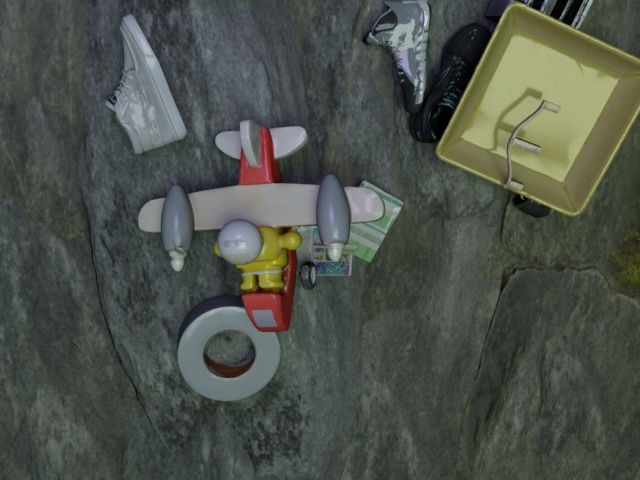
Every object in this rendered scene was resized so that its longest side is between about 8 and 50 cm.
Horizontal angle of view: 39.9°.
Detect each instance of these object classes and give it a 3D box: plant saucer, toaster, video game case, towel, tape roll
[{"bbox_3d":[0.439,-0.258,1.751,0.332,0.081,0.333,23,108,-8],"label":"plant saucer"},{"bbox_3d":[0.446,-0.489,1.757,0.168,0.110,0.186,22,102,-16],"label":"toaster"},{"bbox_3d":[0.000,0.000,1.884,0.143,0.019,0.157,1,106,-10],"label":"video game case"},{"bbox_3d":[0.095,-0.040,1.874,0.113,0.023,0.152,27,98,-23],"label":"towel"},{"bbox_3d":[-0.197,0.231,1.895,0.219,0.072,0.219,-3,108,-8],"label":"tape roll"}]

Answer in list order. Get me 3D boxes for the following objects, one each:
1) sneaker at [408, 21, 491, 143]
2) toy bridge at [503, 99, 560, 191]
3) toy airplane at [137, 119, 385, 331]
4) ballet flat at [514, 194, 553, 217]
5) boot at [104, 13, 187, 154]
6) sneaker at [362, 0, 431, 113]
[{"bbox_3d":[0.277,-0.312,1.788,0.101,0.106,0.267,23,101,-14],"label":"sneaker"},{"bbox_3d":[0.398,-0.186,1.721,0.063,0.026,0.188,21,109,-4],"label":"toy bridge"},{"bbox_3d":[-0.123,-0.045,1.713,0.384,0.272,0.386,42,111,1],"label":"toy airplane"},{"bbox_3d":[0.473,-0.183,1.868,0.096,0.095,0.281,10,105,-3],"label":"ballet flat"},{"bbox_3d":[-0.359,-0.292,1.690,0.123,0.095,0.258,-24,111,-9],"label":"boot"},{"bbox_3d":[0.146,-0.370,1.766,0.132,0.086,0.229,2,97,-5],"label":"sneaker"}]
